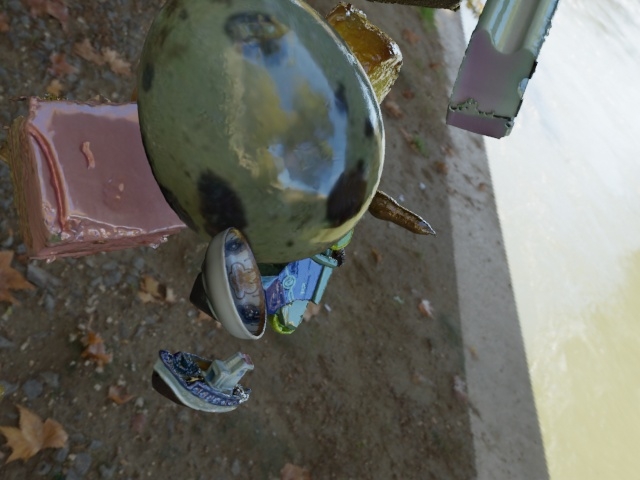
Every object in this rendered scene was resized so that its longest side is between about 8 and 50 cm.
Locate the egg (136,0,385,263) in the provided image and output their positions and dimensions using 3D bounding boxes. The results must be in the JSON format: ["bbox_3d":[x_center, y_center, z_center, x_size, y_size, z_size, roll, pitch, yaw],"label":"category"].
[{"bbox_3d":[-0.086,-0.168,0.953,0.345,0.345,0.427,-77,153,-52],"label":"egg"}]

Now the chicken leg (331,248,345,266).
[{"bbox_3d":[0.000,0.000,1.866,0.051,0.105,0.253,-15,41,-25],"label":"chicken leg"}]

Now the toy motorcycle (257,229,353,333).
[{"bbox_3d":[-0.080,0.046,1.499,0.200,0.191,0.326,24,82,-43],"label":"toy motorcycle"}]

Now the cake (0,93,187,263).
[{"bbox_3d":[-0.437,-0.114,1.290,0.314,0.307,0.292,-10,88,-34],"label":"cake"}]

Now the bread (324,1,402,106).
[{"bbox_3d":[0.031,-0.387,1.608,0.215,0.398,0.398,39,32,8],"label":"bread"}]

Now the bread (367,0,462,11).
[{"bbox_3d":[0.205,-0.578,1.408,0.234,0.110,0.184,9,5,6],"label":"bread"}]

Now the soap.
[{"bbox_3d":[0.426,-0.456,1.449,0.156,0.261,0.445,21,73,11],"label":"soap"}]

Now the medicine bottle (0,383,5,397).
[{"bbox_3d":[-0.745,0.306,1.182,0.232,0.238,0.238,37,34,-9],"label":"medicine bottle"}]

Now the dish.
[{"bbox_3d":[-0.126,0.060,0.801,0.141,0.078,0.141,-13,90,-81],"label":"dish"}]

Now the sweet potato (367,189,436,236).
[{"bbox_3d":[0.150,-0.077,1.535,0.274,0.067,0.067,32,29,18],"label":"sweet potato"}]

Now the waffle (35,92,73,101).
[{"bbox_3d":[-0.738,-0.321,1.848,0.197,0.070,0.193,67,21,-13],"label":"waffle"}]

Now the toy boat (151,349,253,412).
[{"bbox_3d":[-0.223,0.266,1.302,0.262,0.115,0.114,23,16,-43],"label":"toy boat"}]

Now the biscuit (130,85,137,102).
[{"bbox_3d":[-0.353,-0.240,1.534,0.355,0.275,0.052,-14,28,-15],"label":"biscuit"}]
